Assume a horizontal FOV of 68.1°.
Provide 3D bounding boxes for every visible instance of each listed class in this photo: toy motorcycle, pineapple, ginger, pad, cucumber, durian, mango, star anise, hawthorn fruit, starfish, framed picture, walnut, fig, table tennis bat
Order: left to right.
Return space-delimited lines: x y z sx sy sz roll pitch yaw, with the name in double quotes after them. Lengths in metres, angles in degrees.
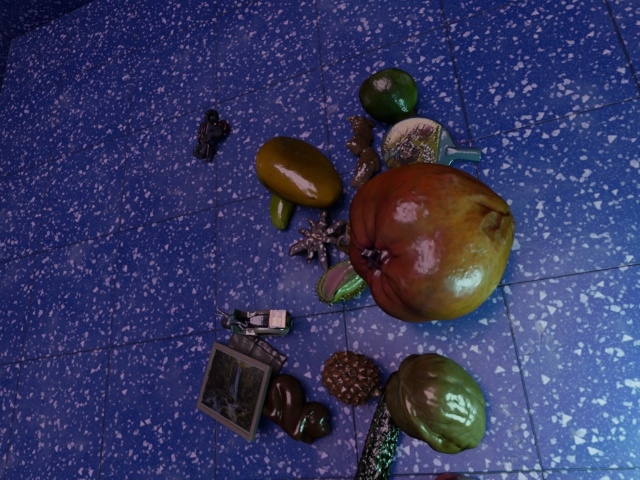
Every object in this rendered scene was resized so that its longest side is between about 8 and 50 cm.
-0.455 -0.433 1.976 0.082 0.122 0.213 25 96 51 "toy motorcycle"
-0.290 0.486 1.561 0.324 0.020 0.241 9 82 46 "framed picture"
-0.245 0.417 1.636 0.233 0.022 0.174 29 86 28 "pad"
-0.223 0.271 1.591 0.263 0.157 0.091 -2 71 12 "toy motorcycle"
-0.143 -0.120 1.745 0.091 0.074 0.165 -6 69 21 "mango"
-0.072 -0.235 1.659 0.365 0.253 0.182 37 133 33 "mango"
0.000 0.000 1.630 0.236 0.093 0.229 -19 69 6 "star anise"
0.076 0.145 1.538 0.220 0.096 0.137 -34 36 -25 "durian"
0.105 0.413 1.407 0.193 0.166 0.166 22 82 38 "pineapple"
0.134 -0.005 1.551 0.146 0.190 0.074 38 134 10 "starfish"
0.149 -0.314 1.674 0.084 0.122 0.290 143 131 -58 "ginger"
0.192 0.535 1.368 0.096 0.096 0.360 14 79 26 "cucumber"
0.254 -0.463 1.644 0.203 0.203 0.235 -26 87 13 "fig"
0.364 -0.300 1.576 0.329 0.044 0.215 9 101 16 "table tennis bat"
0.314 -0.002 1.305 0.471 0.472 0.472 -7 70 21 "hawthorn fruit"
0.312 0.428 1.264 0.227 0.283 0.283 -39 59 35 "walnut"

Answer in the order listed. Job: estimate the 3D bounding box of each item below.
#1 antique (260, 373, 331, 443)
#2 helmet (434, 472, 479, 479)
-0.079 0.523 1.478 0.256 0.121 0.143 28 76 35 "antique"
0.383 0.719 1.195 0.253 0.154 0.198 20 82 23 "helmet"
